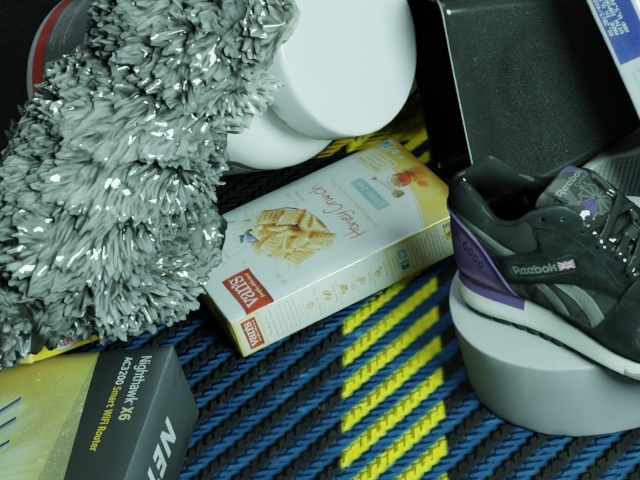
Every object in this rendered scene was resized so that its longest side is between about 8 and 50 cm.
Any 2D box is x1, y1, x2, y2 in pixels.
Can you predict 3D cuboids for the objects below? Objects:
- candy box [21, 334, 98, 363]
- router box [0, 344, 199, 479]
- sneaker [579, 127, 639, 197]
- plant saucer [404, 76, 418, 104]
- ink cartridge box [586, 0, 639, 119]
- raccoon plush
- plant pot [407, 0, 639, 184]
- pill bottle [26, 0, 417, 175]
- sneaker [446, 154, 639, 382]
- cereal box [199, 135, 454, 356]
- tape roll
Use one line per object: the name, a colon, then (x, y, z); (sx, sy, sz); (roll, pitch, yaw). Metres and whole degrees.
candy box: (-0.240, 0.078, 1.440); (0.105, 0.027, 0.206); (-1, 7, 23)
router box: (-0.249, 0.216, 1.285); (0.243, 0.081, 0.309); (-6, 35, 15)
sneaker: (0.274, -0.072, 1.498); (0.134, 0.051, 0.070); (-29, 22, -6)
plant saucer: (0.061, -0.203, 1.717); (0.199, 0.036, 0.198); (-20, 59, 37)
ink cartridge box: (0.298, -0.151, 1.405); (0.045, 0.223, 0.224); (-24, 3, 26)
raccoon plush: (-0.160, -0.043, 1.256); (0.216, 0.299, 0.446); (24, 45, -5)
plant pot: (0.183, -0.152, 1.499); (0.167, 0.187, 0.188); (-14, 15, -6)
pill bottle: (-0.097, -0.165, 1.573); (0.363, 0.210, 0.210); (-4, 33, 46)
sneaker: (0.205, 0.014, 1.205); (0.283, 0.124, 0.107); (15, 46, 38)
cereal box: (0.000, 0.000, 1.512); (0.240, 0.047, 0.173); (-25, 33, -12)
tape roll: (0.216, 0.056, 1.318); (0.219, 0.072, 0.219); (-12, 34, 9)
